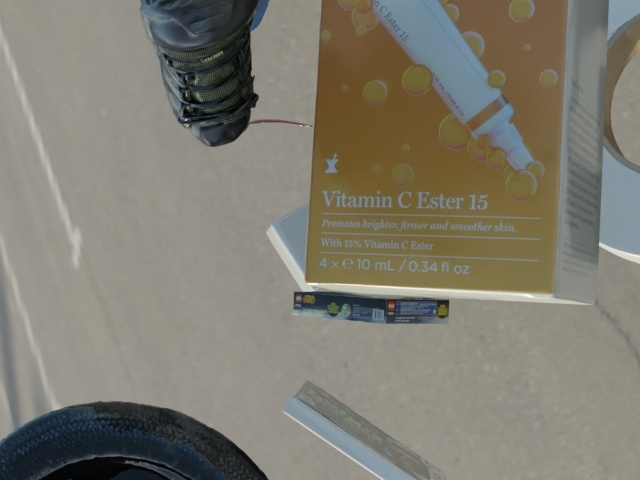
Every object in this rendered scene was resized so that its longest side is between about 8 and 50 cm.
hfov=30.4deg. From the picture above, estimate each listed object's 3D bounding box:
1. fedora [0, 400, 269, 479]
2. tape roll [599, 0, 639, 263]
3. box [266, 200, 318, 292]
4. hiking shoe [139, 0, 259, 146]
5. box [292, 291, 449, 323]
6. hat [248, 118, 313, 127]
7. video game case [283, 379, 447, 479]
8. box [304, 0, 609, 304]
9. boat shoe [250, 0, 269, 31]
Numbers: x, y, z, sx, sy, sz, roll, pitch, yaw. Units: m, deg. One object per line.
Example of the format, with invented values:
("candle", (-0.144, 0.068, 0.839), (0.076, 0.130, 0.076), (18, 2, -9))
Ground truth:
("fedora", (-0.153, 0.282, 0.962), (0.152, 0.334, 0.334), (-57, -44, -83))
("tape roll", (0.405, -0.159, 1.301), (0.392, 0.072, 0.392), (-7, 76, 29))
("box", (0.000, 0.000, 1.495), (0.101, 0.102, 0.087), (58, 171, 1))
("hiking shoe", (-0.074, -0.128, 0.845), (0.227, 0.086, 0.114), (-149, 37, -81))
("box", (0.051, 0.068, 1.208), (0.137, 0.094, 0.027), (2, 89, 46))
("hat", (0.053, -0.139, 1.396), (0.208, 0.184, 0.173), (56, -142, -44))
("video game case", (0.051, 0.213, 1.227), (0.190, 0.022, 0.173), (33, -179, 4))
("box", (0.124, -0.123, 1.008), (0.215, 0.168, 0.345), (1, 86, 24))
("boat shoe", (-0.104, -0.228, 1.139), (0.089, 0.258, 0.109), (-25, 101, 25))
